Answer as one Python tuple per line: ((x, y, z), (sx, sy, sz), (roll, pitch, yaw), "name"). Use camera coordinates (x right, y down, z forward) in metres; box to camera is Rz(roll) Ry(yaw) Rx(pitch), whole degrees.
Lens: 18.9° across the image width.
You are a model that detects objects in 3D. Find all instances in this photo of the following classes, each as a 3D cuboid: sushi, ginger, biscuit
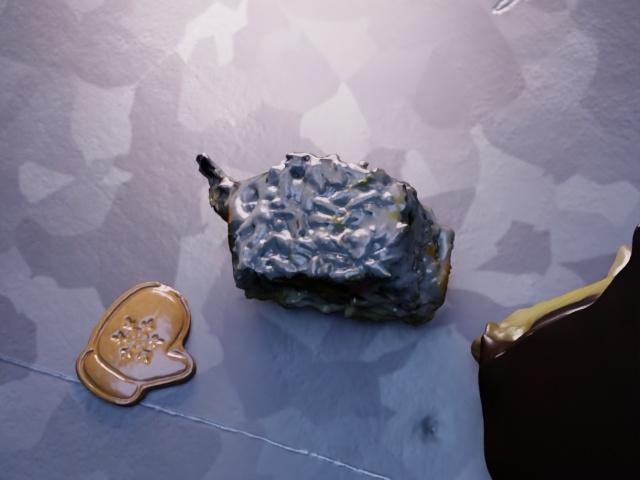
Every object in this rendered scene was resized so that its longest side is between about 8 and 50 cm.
((0.000, 0.000, 1.976), (0.274, 0.184, 0.139), (6, 72, 8), "sushi")
((0.351, 0.158, 1.862), (0.358, 0.211, 0.413), (-52, 57, 28), "ginger")
((-0.185, 0.113, 2.039), (0.118, 0.023, 0.140), (26, 75, 12), "biscuit")
